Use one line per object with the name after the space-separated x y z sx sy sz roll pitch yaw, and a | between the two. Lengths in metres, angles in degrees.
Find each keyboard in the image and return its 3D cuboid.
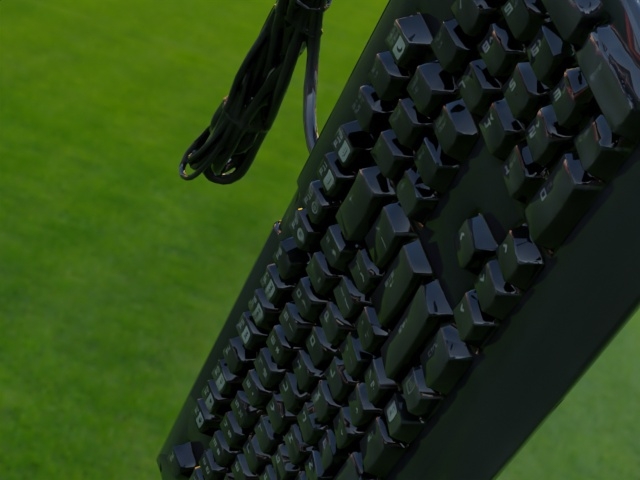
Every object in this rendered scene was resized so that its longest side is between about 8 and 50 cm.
0.000 0.000 0.463 0.033 0.317 0.202 0 54 -25 | keyboard
